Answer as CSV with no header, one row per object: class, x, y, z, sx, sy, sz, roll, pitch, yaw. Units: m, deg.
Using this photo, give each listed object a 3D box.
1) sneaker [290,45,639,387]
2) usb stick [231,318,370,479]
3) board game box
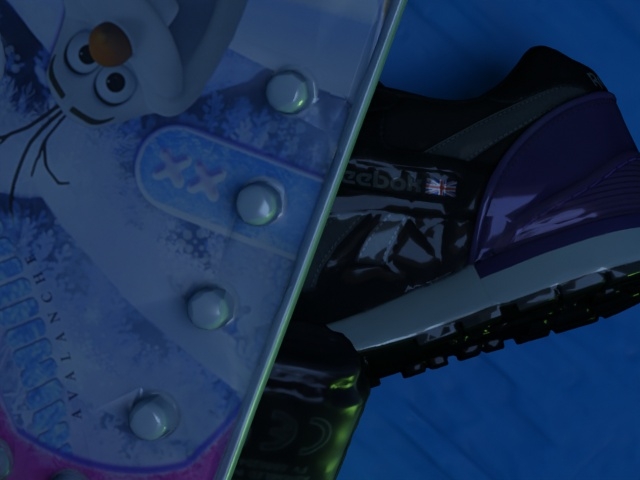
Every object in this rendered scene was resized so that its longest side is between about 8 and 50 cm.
sneaker,0.000,0.000,0.797,0.283,0.107,0.124,-15,75,-9
usb stick,-0.053,0.148,0.758,0.077,0.045,0.278,12,122,-14
board game box,-0.182,-0.073,0.623,0.390,0.050,0.390,21,96,6
